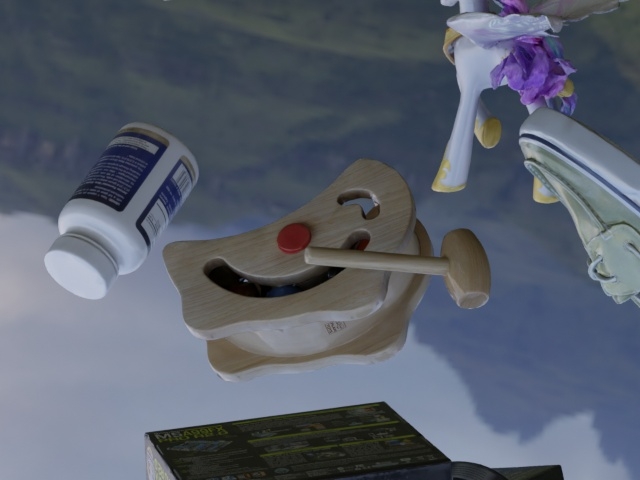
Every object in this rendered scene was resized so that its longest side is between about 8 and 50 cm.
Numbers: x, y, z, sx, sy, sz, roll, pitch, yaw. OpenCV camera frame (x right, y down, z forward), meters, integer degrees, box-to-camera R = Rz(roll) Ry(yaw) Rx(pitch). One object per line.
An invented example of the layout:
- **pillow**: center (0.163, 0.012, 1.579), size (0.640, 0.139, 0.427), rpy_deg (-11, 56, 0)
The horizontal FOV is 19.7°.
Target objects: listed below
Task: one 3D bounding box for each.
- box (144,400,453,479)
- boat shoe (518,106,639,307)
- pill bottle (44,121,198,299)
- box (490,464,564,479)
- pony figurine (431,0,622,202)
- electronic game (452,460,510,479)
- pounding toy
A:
- **box**: center (-0.026, 0.235, 1.863), size (0.270, 0.060, 0.216), rpy_deg (-6, -168, -16)
- **boat shoe**: center (0.275, 0.011, 1.549), size (0.302, 0.094, 0.109), rpy_deg (41, 176, 0)
- **pill bottle**: center (-0.197, -0.027, 1.793), size (0.094, 0.094, 0.169), rpy_deg (17, -126, 21)
- **box**: center (0.208, 0.342, 2.318), size (0.158, 0.093, 0.156), rpy_deg (-8, 180, 32)
- **pony figurine**: center (0.253, -0.239, 2.340), size (0.302, 0.364, 0.351), rpy_deg (-21, -160, -38)
- **electronic game**: center (0.152, 0.366, 2.094), size (0.229, 0.229, 0.048), rpy_deg (21, 180, 38)
- **pounding toy**: center (0.000, 0.000, 1.462), size (0.269, 0.154, 0.155), rpy_deg (-9, 141, 14)
